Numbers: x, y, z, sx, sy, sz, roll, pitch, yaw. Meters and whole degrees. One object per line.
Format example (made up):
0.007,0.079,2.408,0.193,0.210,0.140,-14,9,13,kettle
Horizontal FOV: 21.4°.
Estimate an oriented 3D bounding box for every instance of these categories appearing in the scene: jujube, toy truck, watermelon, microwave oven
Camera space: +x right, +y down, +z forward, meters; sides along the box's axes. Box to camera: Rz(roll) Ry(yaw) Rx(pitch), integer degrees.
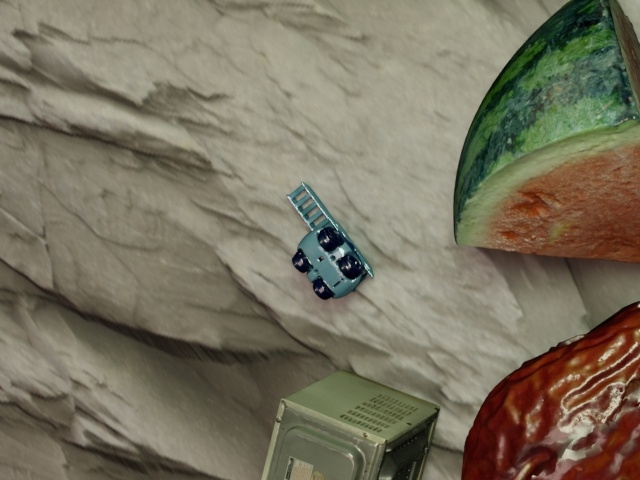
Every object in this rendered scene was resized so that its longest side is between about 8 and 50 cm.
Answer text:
0.271,0.193,1.745,0.290,0.197,0.197,-46,80,9,jujube
0.000,0.000,1.892,0.063,0.074,0.136,-38,85,25,toy truck
0.258,-0.068,1.669,0.292,0.250,0.283,45,120,13,watermelon
0.020,0.291,1.879,0.145,0.194,0.240,19,106,18,microwave oven
